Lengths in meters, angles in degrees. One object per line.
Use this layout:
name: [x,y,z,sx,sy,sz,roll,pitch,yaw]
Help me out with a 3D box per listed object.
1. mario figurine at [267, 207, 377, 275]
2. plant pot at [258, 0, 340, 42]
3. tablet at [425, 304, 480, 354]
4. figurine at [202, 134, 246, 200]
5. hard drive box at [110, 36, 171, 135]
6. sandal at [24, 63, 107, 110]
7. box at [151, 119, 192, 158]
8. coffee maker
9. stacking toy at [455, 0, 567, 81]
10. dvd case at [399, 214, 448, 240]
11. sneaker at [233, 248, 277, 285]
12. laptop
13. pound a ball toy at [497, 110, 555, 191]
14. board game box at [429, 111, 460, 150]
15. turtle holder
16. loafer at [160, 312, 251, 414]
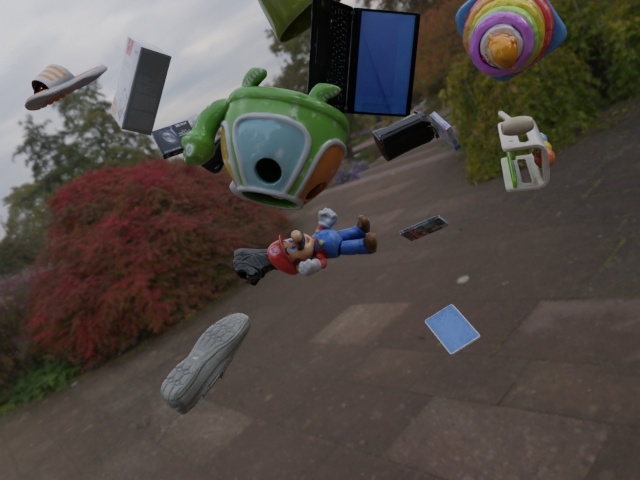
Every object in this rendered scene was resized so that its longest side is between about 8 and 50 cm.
mario figurine: [0.000,0.000,1.598,0.320,0.170,0.198,-14,7,-7]
plant pot: [-0.097,-0.766,1.530,0.274,0.294,0.275,-37,8,6]
tablet: [0.204,0.137,0.848,0.054,0.006,0.083,-32,37,-2]
figurine: [-0.240,-0.265,1.678,0.209,0.215,0.092,-50,-3,24]
hard drive box: [-0.520,-0.444,1.566,0.089,0.232,0.181,9,20,-35]
sandal: [-0.673,-0.418,1.412,0.101,0.076,0.265,-20,23,39]
box: [-0.312,-0.218,1.178,0.083,0.067,0.018,-23,-20,-19]
coffee maker: [0.282,-0.357,1.849,0.178,0.120,0.171,-26,11,-2]
stacking toy: [0.318,-0.344,0.941,0.165,0.175,0.302,-32,15,33]
dvd case: [0.292,-0.034,1.535,0.119,0.013,0.087,-24,-24,25]
sneaker: [-0.186,0.093,1.865,0.227,0.087,0.130,-1,56,-1]
laptop: [0.096,-0.391,1.184,0.136,0.235,0.264,11,16,29]
pound a ball toy: [0.563,-0.273,1.494,0.135,0.208,0.319,-6,24,17]
board game box: [0.351,-0.307,1.531,0.020,0.090,0.090,-37,45,7]
turtle holder: [-0.108,-0.196,1.091,0.243,0.320,0.228,168,115,-71]
loafer: [-0.305,0.336,1.517,0.112,0.112,0.319,16,51,40]
